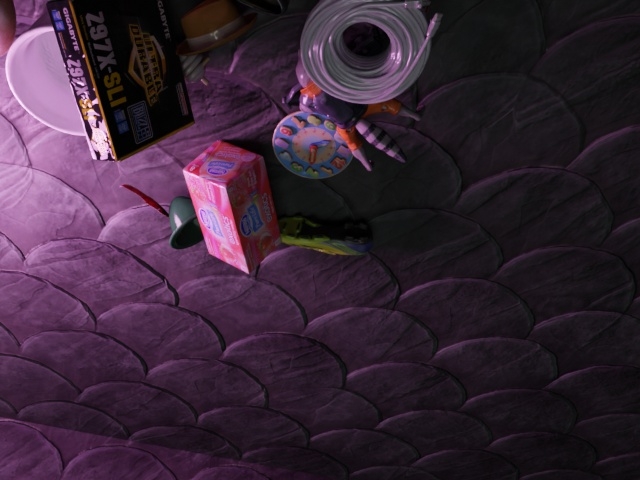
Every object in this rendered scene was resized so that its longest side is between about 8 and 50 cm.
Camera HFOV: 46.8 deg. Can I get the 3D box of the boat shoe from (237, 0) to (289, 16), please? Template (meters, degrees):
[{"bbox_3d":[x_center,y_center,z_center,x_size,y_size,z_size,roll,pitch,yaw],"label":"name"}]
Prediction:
[{"bbox_3d":[-0.181,-0.549,1.490,0.285,0.092,0.103,27,129,-23],"label":"boat shoe"}]

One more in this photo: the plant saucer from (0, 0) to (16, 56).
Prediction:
[{"bbox_3d":[-0.721,-0.481,1.548,0.198,0.036,0.199,11,114,27],"label":"plant saucer"}]

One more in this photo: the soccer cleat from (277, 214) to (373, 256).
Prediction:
[{"bbox_3d":[0.000,0.001,2.033,0.288,0.094,0.121,5,142,-2],"label":"soccer cleat"}]

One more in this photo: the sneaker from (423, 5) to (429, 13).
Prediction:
[{"bbox_3d":[0.086,-0.519,1.491,0.299,0.121,0.112,16,127,-15],"label":"sneaker"}]

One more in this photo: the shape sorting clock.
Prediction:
[{"bbox_3d":[-0.017,-0.235,1.833,0.206,0.040,0.206,1,135,1],"label":"shape sorting clock"}]

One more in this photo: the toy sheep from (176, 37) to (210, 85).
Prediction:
[{"bbox_3d":[-0.297,-0.398,1.652,0.132,0.091,0.091,43,123,-17],"label":"toy sheep"}]

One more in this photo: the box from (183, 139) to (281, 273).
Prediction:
[{"bbox_3d":[-0.219,-0.084,1.883,0.154,0.142,0.300,24,143,29],"label":"box"}]

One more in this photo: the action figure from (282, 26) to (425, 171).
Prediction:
[{"bbox_3d":[0.091,-0.330,1.641,0.330,0.179,0.341,31,126,-29],"label":"action figure"}]

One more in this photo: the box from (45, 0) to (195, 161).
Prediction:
[{"bbox_3d":[-0.395,-0.354,1.512,0.079,0.257,0.322,6,118,32],"label":"box"}]

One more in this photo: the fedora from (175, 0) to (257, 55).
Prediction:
[{"bbox_3d":[-0.227,-0.455,1.536,0.194,0.194,0.079,-16,120,18],"label":"fedora"}]

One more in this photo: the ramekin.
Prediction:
[{"bbox_3d":[-0.537,-0.382,1.643,0.277,0.135,0.277,2,134,2],"label":"ramekin"}]

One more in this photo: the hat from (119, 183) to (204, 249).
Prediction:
[{"bbox_3d":[-0.386,-0.100,1.991,0.173,0.184,0.208,-38,165,-5],"label":"hat"}]

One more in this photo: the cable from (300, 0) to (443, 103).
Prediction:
[{"bbox_3d":[0.090,-0.395,1.465,0.257,0.089,0.257,10,135,-5],"label":"cable"}]
